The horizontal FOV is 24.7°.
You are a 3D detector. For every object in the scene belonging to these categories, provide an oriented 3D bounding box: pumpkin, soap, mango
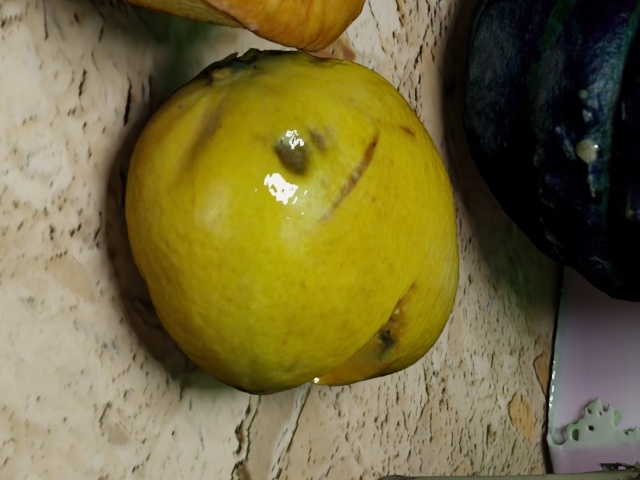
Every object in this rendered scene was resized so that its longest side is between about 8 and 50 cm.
[{"bbox_3d":[0.273,-0.101,0.970,0.363,0.363,0.266,-39,136,-50],"label":"pumpkin"},{"bbox_3d":[0.337,0.047,1.253,0.446,0.156,0.261,-44,127,-48],"label":"soap"},{"bbox_3d":[0.000,0.000,0.755,0.262,0.130,0.167,19,81,-61],"label":"mango"}]

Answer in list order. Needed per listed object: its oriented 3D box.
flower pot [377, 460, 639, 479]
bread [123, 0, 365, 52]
[{"bbox_3d":[0.145,0.239,0.868,0.290,0.259,0.290,-4,95,-56],"label":"flower pot"},{"bbox_3d":[-0.058,-0.213,0.641,0.268,0.145,0.268,0,90,-61],"label":"bread"}]
